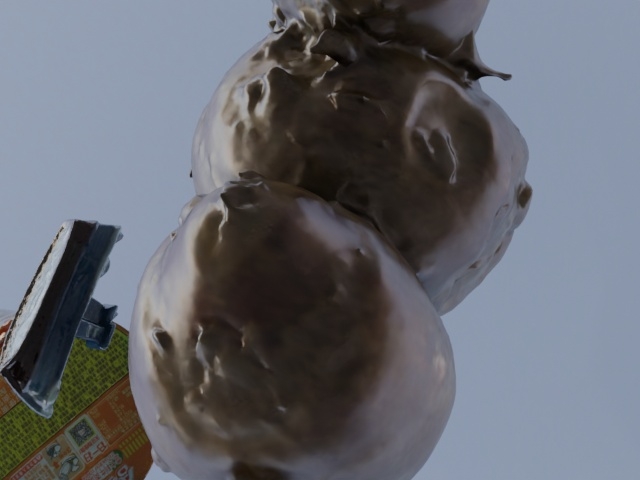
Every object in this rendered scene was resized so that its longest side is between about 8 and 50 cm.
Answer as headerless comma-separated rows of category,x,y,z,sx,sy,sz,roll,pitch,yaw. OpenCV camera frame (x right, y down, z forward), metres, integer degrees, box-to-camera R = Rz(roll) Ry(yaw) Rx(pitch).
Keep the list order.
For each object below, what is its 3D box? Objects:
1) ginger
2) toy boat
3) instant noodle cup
ginger,0.000,0.000,0.881,0.176,0.256,0.375,9,-118,15
toy boat,-0.167,0.051,1.209,0.061,0.060,0.137,29,-106,-26
instant noodle cup,-0.234,0.120,1.388,0.168,0.185,0.168,-5,-80,-33
